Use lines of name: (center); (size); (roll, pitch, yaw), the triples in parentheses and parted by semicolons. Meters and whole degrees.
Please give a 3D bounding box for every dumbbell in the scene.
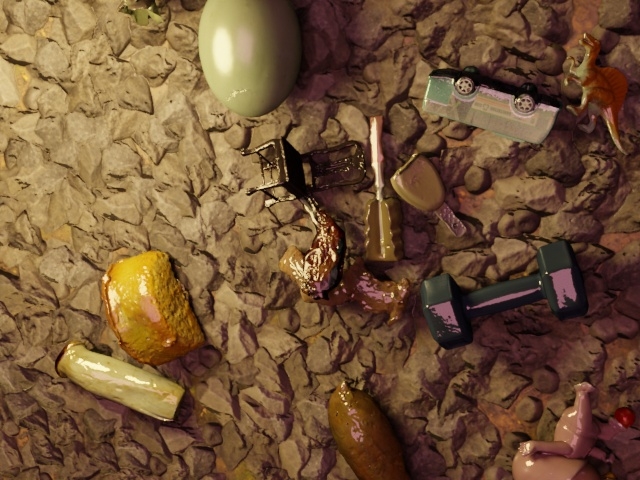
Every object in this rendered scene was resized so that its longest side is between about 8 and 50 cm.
dumbbell: (0.363, 0.112, 1.752); (0.316, 0.143, 0.156); (-17, 97, 15)

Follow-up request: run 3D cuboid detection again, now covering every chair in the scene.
chair: (-0.034, -0.153, 1.794); (0.229, 0.113, 0.106); (-16, 70, 16)

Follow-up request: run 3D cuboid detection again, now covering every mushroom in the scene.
mushroom: (-0.460, 0.323, 2.015); (0.312, 0.081, 0.100); (22, 111, 6)

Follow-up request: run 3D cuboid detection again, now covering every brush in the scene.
brush: (0.124, -0.105, 1.808); (0.084, 0.071, 0.301); (-2, 95, 17)

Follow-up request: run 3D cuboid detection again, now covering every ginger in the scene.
ginger: (0.045, 0.088, 1.849); (0.290, 0.084, 0.122); (16, 106, 9)

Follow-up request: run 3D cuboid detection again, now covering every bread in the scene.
bread: (-0.379, 0.160, 1.930); (0.160, 0.147, 0.260); (-18, 96, 18)

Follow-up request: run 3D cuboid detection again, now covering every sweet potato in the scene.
sweet potato: (0.132, 0.484, 1.889); (0.131, 0.130, 0.422); (-27, 96, 16)

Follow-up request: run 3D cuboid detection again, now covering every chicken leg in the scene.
chicken leg: (0.000, 0.000, 1.820); (0.106, 0.051, 0.253); (-8, 72, 3)

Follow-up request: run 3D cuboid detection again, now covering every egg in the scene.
egg: (-0.138, -0.384, 1.735); (0.203, 0.203, 0.282); (2, 99, 12)

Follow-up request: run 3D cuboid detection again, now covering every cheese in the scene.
cheese: (0.229, -0.083, 1.790); (0.097, 0.037, 0.192); (-44, 100, -14)

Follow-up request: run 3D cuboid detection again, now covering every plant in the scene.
plant: (-0.369, -0.543, 1.790); (0.131, 0.142, 0.203); (-2, 97, -3)

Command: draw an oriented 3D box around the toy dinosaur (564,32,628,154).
toy dinosaur: (0.541, -0.279, 1.691); (0.212, 0.057, 0.142); (39, 88, -9)

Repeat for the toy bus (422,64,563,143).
toy bus: (0.332, -0.267, 1.716); (0.262, 0.091, 0.109); (19, 115, 10)

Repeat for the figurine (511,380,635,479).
figurine: (0.510, 0.433, 1.776); (0.186, 0.176, 0.287); (37, 93, 29)
